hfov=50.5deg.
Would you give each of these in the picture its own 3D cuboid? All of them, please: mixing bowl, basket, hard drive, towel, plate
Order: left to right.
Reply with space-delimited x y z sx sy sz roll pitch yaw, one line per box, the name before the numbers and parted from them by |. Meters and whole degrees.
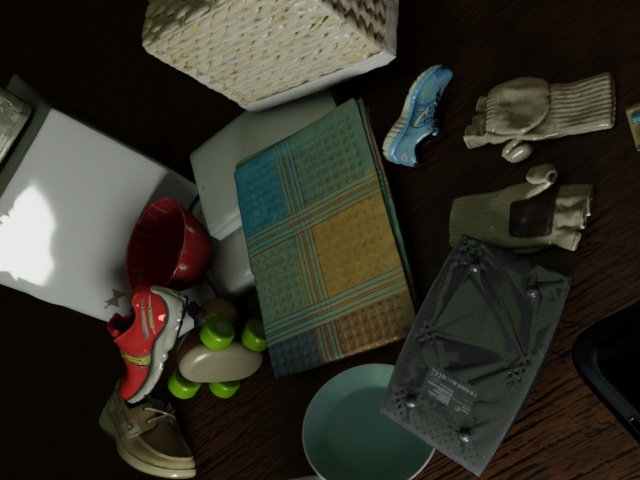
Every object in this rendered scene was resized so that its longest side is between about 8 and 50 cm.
mixing bowl | -0.263 0.023 1.236 0.181 0.098 0.182 -18 64 40
hard drive | -0.251 0.049 1.321 0.353 0.047 0.233 -33 55 32
hard drive | -0.093 -0.162 1.206 0.307 0.040 0.203 -34 54 19
basket | -0.079 -0.428 1.083 0.331 0.266 0.329 -12 69 40
towel | 0.000 0.000 1.045 0.271 0.040 0.371 -24 70 28
plate | 0.068 0.250 0.907 0.188 0.024 0.188 -11 45 11
hard drive | 0.193 0.136 0.839 0.172 0.054 0.255 25 90 39

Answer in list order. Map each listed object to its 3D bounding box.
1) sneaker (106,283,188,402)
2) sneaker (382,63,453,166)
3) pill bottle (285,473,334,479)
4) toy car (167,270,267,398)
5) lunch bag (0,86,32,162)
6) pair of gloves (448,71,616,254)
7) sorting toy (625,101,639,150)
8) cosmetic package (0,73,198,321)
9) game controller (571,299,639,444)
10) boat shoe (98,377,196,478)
sneaker | -0.320 0.174 1.194 0.107 0.118 0.279 -85 20 -55
sneaker | 0.159 -0.181 1.005 0.073 0.063 0.162 31 104 28
pill bottle | -0.008 0.454 0.870 0.152 0.152 0.272 -30 57 34
toy car | -0.189 0.147 1.155 0.155 0.148 0.188 -55 45 29
lunch bag | -0.671 -0.203 1.162 0.287 0.235 0.169 -33 40 32
pair of gloves | 0.263 -0.102 0.877 0.204 0.042 0.240 6 80 45
sorting toy | 0.399 -0.145 0.780 0.083 0.012 0.062 -23 61 38
cosmetic package | -0.517 -0.090 1.379 0.393 0.329 0.328 33 93 52
game controller | 0.378 0.175 0.603 0.166 0.067 0.319 -26 49 -10
boat shoe | -0.316 0.340 1.246 0.302 0.109 0.098 17 90 51
